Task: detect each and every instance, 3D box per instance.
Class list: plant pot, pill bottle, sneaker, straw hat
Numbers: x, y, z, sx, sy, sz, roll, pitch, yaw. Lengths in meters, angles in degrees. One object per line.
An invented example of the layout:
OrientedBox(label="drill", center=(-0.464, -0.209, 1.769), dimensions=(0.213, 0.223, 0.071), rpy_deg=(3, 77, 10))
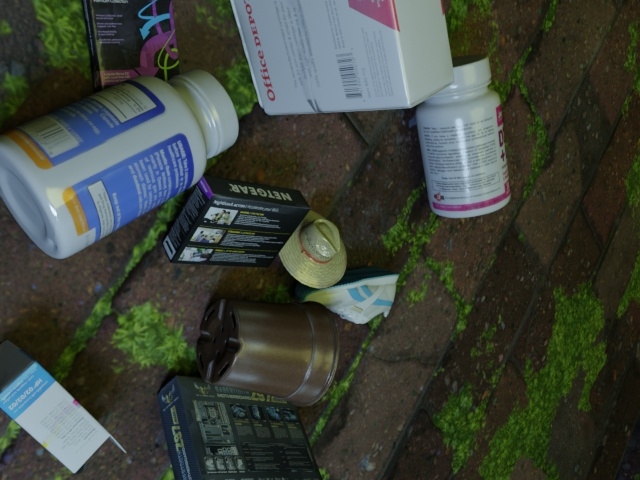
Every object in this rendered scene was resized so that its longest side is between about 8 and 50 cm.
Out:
OrientedBox(label="plant pot", center=(-0.087, 0.160, 0.966), dimensions=(0.165, 0.167, 0.166), rpy_deg=(16, 86, -35))
OrientedBox(label="pill bottle", center=(-0.236, -0.107, 0.773), dimensions=(0.272, 0.152, 0.152), rpy_deg=(-36, 120, -34))
OrientedBox(label="pill bottle", center=(0.271, -0.200, 1.225), dimensions=(0.160, 0.160, 0.283), rpy_deg=(-30, 117, -36))
OrientedBox(label="sneaker", center=(0.051, 0.102, 1.127), dimensions=(0.229, 0.087, 0.092), rpy_deg=(-1, 103, -41))
OrientedBox(label="straw hat", center=(0.000, 0.000, 1.031), dimensions=(0.145, 0.061, 0.144), rpy_deg=(17, 58, -28))

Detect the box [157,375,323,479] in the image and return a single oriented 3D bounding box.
OrientedBox(label="box", center=(-0.115, 0.301, 0.946), dimensions=(0.233, 0.183, 0.059), rpy_deg=(20, 126, -44))

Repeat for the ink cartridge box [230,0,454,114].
OrientedBox(label="ink cartridge box", center=(0.024, -0.295, 0.895), dimensions=(0.117, 0.283, 0.207), rpy_deg=(-34, 120, -38))

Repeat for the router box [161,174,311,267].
OrientedBox(label="router box", center=(-0.119, -0.022, 0.924), dimensions=(0.179, 0.046, 0.133), rpy_deg=(6, 132, -44))

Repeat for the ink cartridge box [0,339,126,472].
OrientedBox(label="ink cartridge box", center=(-0.329, 0.212, 0.775), dimensions=(0.061, 0.104, 0.181), rpy_deg=(-47, 126, -26))

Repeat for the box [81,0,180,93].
OrientedBox(label="box", center=(-0.243, -0.275, 0.820), dimensions=(0.116, 0.029, 0.162), rpy_deg=(-17, 108, -40))
